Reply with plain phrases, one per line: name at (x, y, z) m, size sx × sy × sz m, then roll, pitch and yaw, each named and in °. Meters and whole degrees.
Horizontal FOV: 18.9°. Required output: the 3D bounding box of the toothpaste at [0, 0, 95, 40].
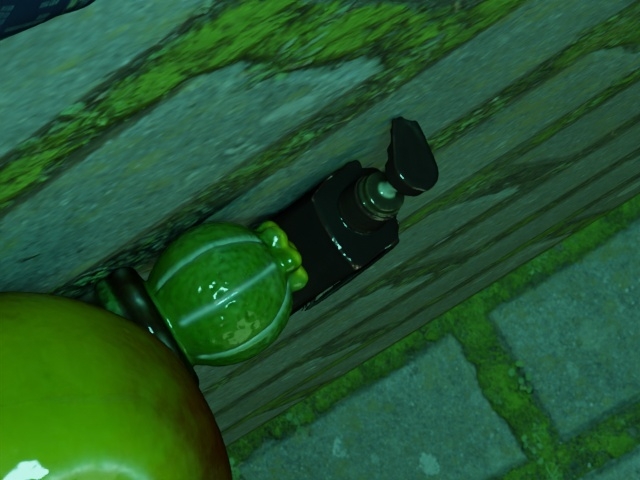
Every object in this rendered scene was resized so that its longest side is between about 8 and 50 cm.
toothpaste at (-0.087, -0.072, 0.555) m, size 0.037 × 0.021 × 0.140 m, roll -54°, pitch 178°, yaw 18°

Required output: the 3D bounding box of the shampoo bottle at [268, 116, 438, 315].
shampoo bottle at (0.001, -0.002, 1.263) m, size 0.067 × 0.068 × 0.236 m, roll -24°, pitch 172°, yaw -39°

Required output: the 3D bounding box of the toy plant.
toy plant at (-0.084, 0.046, 1.157) m, size 0.162 × 0.093 × 0.093 m, roll -32°, pitch 172°, yaw -3°

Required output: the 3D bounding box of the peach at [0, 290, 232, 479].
peach at (-0.159, 0.133, 0.987) m, size 0.231 × 0.231 × 0.231 m, roll -29°, pitch 172°, yaw -4°
